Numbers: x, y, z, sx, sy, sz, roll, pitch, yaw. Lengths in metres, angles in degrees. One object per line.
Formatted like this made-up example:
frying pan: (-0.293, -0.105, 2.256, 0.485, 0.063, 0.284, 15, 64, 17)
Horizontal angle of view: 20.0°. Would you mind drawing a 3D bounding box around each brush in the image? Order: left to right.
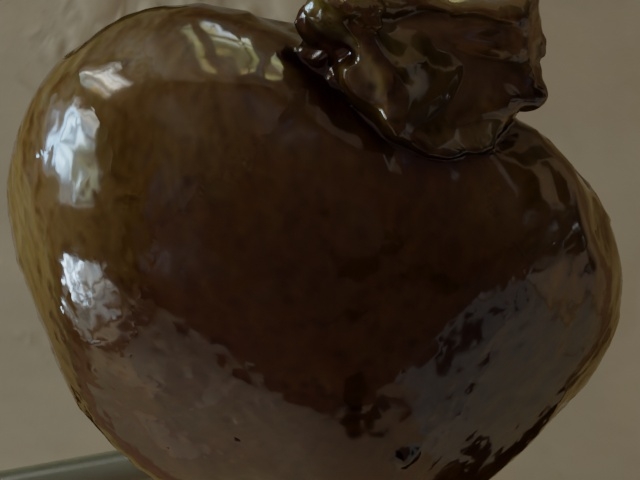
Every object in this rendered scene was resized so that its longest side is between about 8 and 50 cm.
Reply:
brush: (-0.097, 0.118, 0.953, 0.299, 0.042, 0.039, -10, -87, 11)

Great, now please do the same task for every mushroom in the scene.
mushroom: (0.000, 0.001, 0.757, 0.263, 0.195, 0.283, 14, -59, 0)
